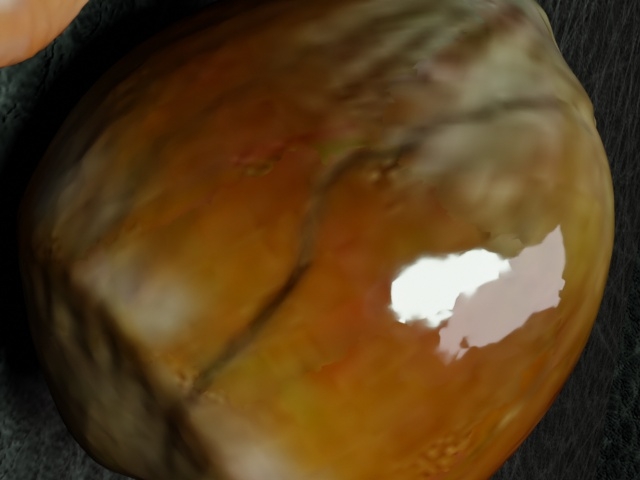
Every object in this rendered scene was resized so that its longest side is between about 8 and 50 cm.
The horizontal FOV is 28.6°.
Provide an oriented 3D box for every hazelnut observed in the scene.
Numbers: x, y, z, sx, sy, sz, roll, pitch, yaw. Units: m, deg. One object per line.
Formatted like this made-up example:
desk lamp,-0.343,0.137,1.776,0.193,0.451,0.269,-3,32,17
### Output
hazelnut,0.000,0.000,0.746,0.315,0.372,0.372,33,75,-44

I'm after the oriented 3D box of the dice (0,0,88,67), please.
dice,-0.187,-0.162,0.468,0.175,0.174,0.179,-27,129,-55
